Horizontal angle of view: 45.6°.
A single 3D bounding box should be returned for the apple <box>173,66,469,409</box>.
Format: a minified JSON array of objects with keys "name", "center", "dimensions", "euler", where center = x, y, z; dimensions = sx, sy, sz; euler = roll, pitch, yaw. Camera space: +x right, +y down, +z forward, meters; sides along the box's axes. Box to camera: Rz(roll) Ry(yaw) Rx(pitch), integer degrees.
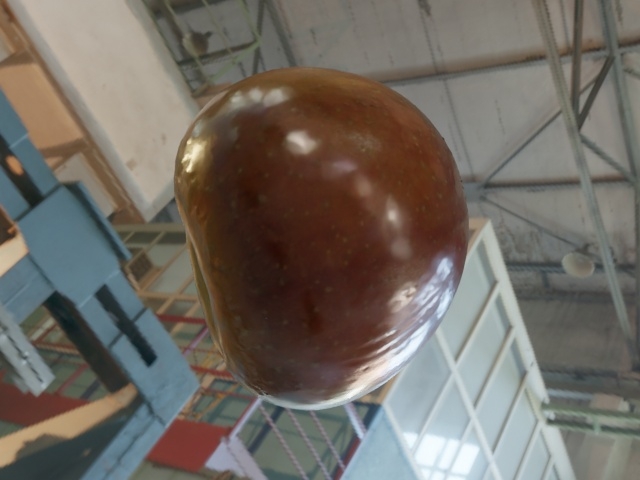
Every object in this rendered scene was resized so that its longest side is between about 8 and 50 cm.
[{"name":"apple","center":[0.000,0.000,0.505],"dimensions":[0.235,0.173,0.211],"euler":[121,-49,-71]}]
